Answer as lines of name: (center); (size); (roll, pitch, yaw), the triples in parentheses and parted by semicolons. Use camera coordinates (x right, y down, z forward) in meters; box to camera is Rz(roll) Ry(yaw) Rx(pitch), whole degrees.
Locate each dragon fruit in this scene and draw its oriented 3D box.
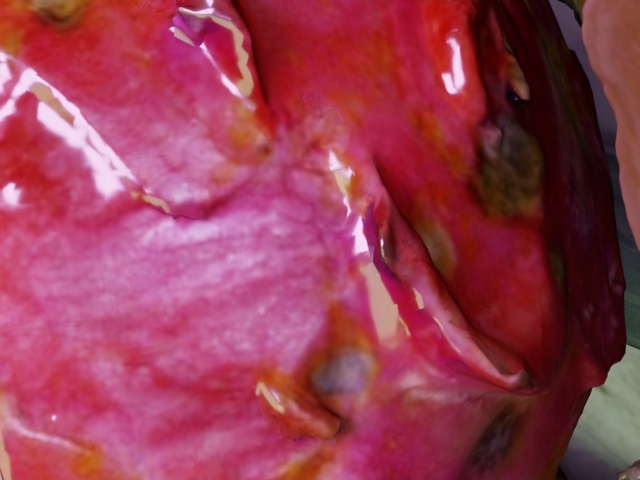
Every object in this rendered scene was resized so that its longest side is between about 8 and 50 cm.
dragon fruit: (0.000, 0.000, 0.644); (0.249, 0.386, 0.371); (-8, 139, 6)

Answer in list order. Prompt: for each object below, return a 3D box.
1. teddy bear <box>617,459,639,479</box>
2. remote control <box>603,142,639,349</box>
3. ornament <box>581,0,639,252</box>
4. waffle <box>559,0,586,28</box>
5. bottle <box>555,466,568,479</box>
teddy bear: (0.265, 0.152, 0.689); (0.256, 0.156, 0.267); (42, -176, 14)
remote control: (0.117, -0.009, 0.800); (0.247, 0.052, 0.104); (22, 138, 32)
ornament: (0.215, -0.091, 0.461); (0.235, 0.217, 0.221); (43, 145, 11)
waffle: (0.103, -0.169, 0.594); (0.223, 0.054, 0.204); (-117, 7, -73)
bottle: (0.113, 0.203, 0.923); (0.271, 0.143, 0.156); (19, 109, 34)
